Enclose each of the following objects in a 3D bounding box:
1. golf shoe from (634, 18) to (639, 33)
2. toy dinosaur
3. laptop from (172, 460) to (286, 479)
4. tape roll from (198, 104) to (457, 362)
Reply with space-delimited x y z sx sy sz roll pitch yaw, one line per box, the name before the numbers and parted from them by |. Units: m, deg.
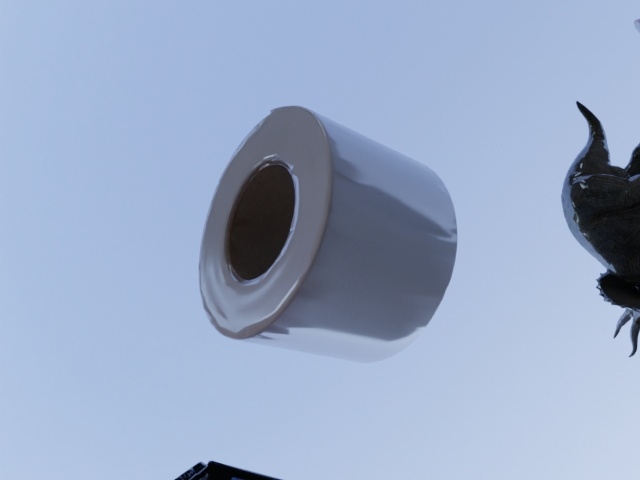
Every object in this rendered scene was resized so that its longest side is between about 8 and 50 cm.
golf shoe | 0.373 -0.163 0.543 0.140 0.115 0.306 26 -33 49
toy dinosaur | 0.363 -0.030 0.693 0.160 0.121 0.313 -30 -100 17
laptop | -0.077 0.269 0.332 0.137 0.264 0.234 25 -92 11
tape roll | 0.000 0.000 0.631 0.246 0.169 0.246 -29 -128 45
